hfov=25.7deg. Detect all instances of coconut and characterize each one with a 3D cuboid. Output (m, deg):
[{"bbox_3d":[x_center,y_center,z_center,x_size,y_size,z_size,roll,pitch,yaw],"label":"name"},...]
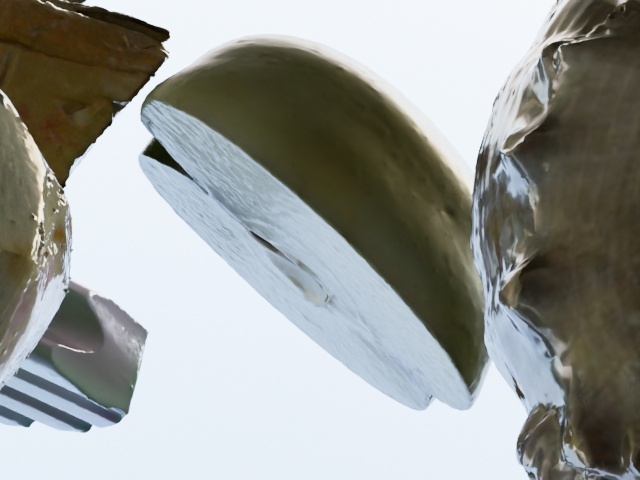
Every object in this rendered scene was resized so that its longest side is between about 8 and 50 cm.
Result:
[{"bbox_3d":[-0.253,0.002,0.812,0.241,0.241,0.241,-8,-149,5],"label":"coconut"}]

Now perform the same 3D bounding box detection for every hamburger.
[{"bbox_3d":[-0.302,-0.113,1.233,0.330,0.209,0.162,-52,-169,-14],"label":"hamburger"}]

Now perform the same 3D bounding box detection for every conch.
[{"bbox_3d":[0.154,-0.011,0.591,0.210,0.297,0.352,2,178,-24],"label":"conch"}]

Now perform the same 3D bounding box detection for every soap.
[{"bbox_3d":[-0.357,0.089,1.463,0.208,0.347,0.115,-19,-128,42],"label":"soap"}]

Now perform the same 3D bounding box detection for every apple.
[{"bbox_3d":[0.000,0.000,1.213,0.360,0.311,0.320,41,-149,0],"label":"apple"}]
